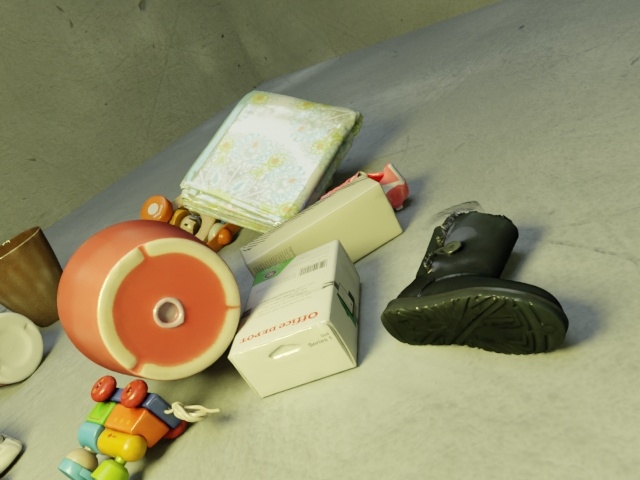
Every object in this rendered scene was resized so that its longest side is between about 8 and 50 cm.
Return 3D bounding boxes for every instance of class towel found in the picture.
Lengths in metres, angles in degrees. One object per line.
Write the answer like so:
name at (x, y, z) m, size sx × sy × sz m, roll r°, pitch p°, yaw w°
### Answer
towel at (-0.118, -0.190, 1.324) m, size 0.320 × 0.090 × 0.375 m, roll 20°, pitch 67°, yaw 25°

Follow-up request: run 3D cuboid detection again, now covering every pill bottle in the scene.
pill bottle at (-0.808, 0.273, 1.313) m, size 0.283 × 0.161 × 0.161 m, roll -17°, pitch 26°, yaw 26°

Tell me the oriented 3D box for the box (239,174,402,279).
box at (0.000, 0.000, 1.014) m, size 0.275 × 0.113 × 0.094 m, roll -31°, pitch 22°, yaw -6°

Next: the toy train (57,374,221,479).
toy train at (-0.254, 0.278, 0.767) m, size 0.248 × 0.105 × 0.143 m, roll -7°, pitch 42°, yaw 41°

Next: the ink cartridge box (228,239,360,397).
ink cartridge box at (-0.030, 0.112, 0.842) m, size 0.160 × 0.093 × 0.219 m, roll -23°, pitch 25°, yaw 18°

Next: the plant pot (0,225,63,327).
plant pot at (-0.789, 0.116, 1.518) m, size 0.215 × 0.230 × 0.215 m, roll -23°, pitch 24°, yaw 11°

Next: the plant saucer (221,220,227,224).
plant saucer at (-0.312, -0.022, 1.526) m, size 0.192 × 0.018 × 0.067 m, roll -28°, pitch 23°, yaw 2°

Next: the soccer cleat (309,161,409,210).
soccer cleat at (0.063, -0.093, 1.146) m, size 0.248 × 0.095 × 0.083 m, roll -11°, pitch 30°, yaw 36°

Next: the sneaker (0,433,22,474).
sneaker at (-0.668, 0.368, 1.023) m, size 0.292 × 0.118 × 0.110 m, roll -15°, pitch 29°, yaw 33°

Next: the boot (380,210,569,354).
boot at (0.212, 0.038, 0.714) m, size 0.246 × 0.094 × 0.207 m, roll -11°, pitch 33°, yaw 49°

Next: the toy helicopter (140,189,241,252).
toy helicopter at (-0.264, -0.086, 1.415) m, size 0.355 × 0.140 × 0.235 m, roll -43°, pitch 56°, yaw 0°

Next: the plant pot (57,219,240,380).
plant pot at (-0.252, 0.096, 0.859) m, size 0.275 × 0.275 × 0.243 m, roll -39°, pitch 16°, yaw -21°

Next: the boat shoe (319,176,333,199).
boat shoe at (-0.001, -0.138, 1.376) m, size 0.038 × 0.046 × 0.125 m, roll -10°, pitch 38°, yaw 28°
